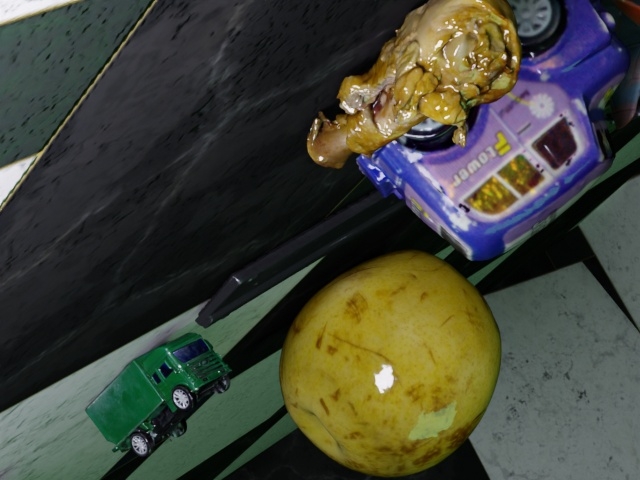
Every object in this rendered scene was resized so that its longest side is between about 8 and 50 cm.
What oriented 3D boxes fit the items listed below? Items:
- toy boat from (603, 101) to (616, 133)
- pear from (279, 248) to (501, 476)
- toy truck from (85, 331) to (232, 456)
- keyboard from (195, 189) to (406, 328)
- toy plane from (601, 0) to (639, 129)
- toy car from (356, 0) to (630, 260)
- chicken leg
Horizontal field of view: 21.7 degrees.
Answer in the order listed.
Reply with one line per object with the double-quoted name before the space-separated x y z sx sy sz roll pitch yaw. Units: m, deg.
"toy boat" 0.365 -0.160 2.241 0.210 0.052 0.104 -29 170 -41
"pear" 0.089 0.151 2.043 0.281 0.281 0.281 -37 172 -6
"toy truck" -0.153 0.149 1.619 0.065 0.079 0.147 -26 166 -50
"keyboard" 0.000 0.000 1.669 0.310 0.018 0.101 -31 168 -41
"toy plane" 0.276 -0.191 1.483 0.326 0.104 0.223 146 -38 -81
"toy car" 0.154 -0.093 1.330 0.235 0.158 0.172 -40 171 1
"chicken leg" 0.060 -0.099 1.166 0.207 0.085 0.101 -36 -142 43
